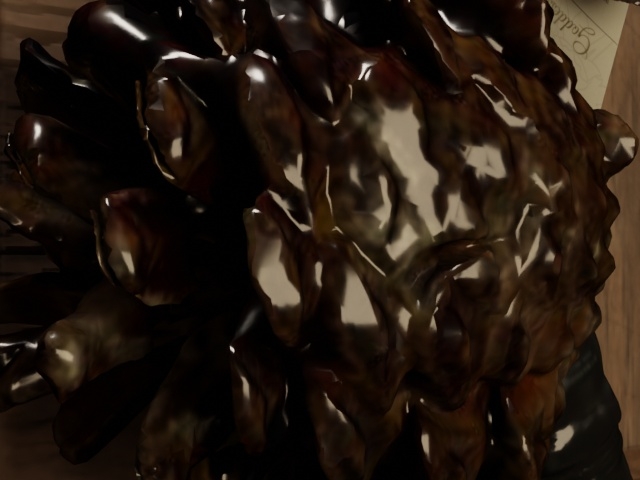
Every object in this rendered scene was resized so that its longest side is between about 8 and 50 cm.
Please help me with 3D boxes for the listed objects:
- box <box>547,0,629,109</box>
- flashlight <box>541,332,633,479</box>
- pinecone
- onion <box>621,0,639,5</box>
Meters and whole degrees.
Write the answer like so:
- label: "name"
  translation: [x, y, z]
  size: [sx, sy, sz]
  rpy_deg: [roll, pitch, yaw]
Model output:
- label: "box"
  translation: [0.150, -0.126, 0.816]
  size: [0.109, 0.029, 0.198]
  rpy_deg: [35, 65, -36]
- label: "flashlight"
  translation: [0.167, 0.198, 0.778]
  size: [0.103, 0.103, 0.424]
  rpy_deg: [-36, 113, -37]
- label: "pinecone"
  translation: [-0.006, 0.001, 0.528]
  size: [0.296, 0.242, 0.298]
  rpy_deg: [-19, 103, -32]
- label: "onion"
  translation: [0.219, -0.286, 0.768]
  size: [0.250, 0.111, 0.247]
  rpy_deg: [-35, 125, 9]
